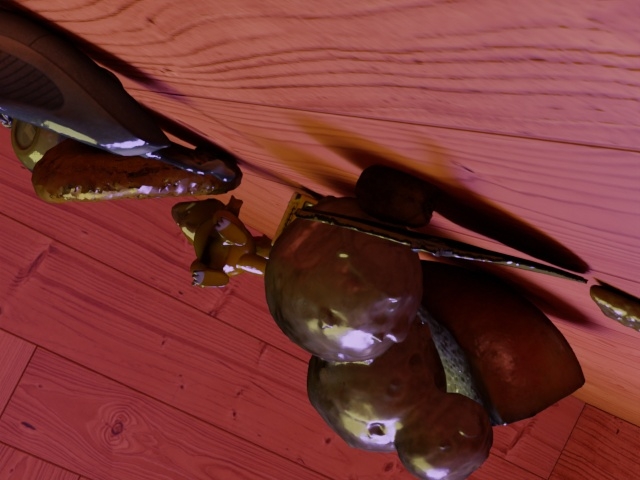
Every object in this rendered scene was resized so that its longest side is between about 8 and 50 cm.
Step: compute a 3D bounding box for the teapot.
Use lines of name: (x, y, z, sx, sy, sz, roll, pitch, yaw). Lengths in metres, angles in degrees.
teapot: (-0.382, -0.165, 1.997, 0.119, 0.130, 0.165, 9, -136, -44)

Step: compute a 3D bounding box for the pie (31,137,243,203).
pie: (-0.217, -0.086, 1.659, 0.274, 0.069, 0.273, 2, -166, 0)

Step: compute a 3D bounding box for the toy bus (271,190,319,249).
toy bus: (0.000, 0.000, 1.654, 0.074, 0.081, 0.226, 25, 177, 14)

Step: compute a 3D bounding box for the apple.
apple: (0.160, 0.125, 1.509, 0.254, 0.179, 0.346, 20, 168, -8)

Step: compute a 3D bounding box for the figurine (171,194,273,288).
figurine: (-0.109, -0.002, 1.665, 0.122, 0.121, 0.176, 16, -165, -27)

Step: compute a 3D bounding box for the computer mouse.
computer mouse: (-0.239, -0.143, 1.265, 0.379, 0.090, 0.167, 21, -175, -23)

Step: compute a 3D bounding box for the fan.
fan: (0.085, 0.004, 1.013, 0.230, 0.011, 0.335, 14, -178, 9)

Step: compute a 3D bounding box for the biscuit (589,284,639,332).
biscuit: (0.253, 0.062, 1.083, 0.083, 0.018, 0.081, 26, 178, 21)

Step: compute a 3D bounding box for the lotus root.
lotus root: (0.050, -0.033, 1.024, 0.030, 0.037, 0.083, 30, 175, -35)

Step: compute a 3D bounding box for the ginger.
ginger: (0.053, 0.101, 1.350, 0.304, 0.155, 0.245, 60, 161, -20)

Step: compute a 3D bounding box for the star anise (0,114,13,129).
star anise: (-0.516, -0.235, 2.153, 0.230, 0.081, 0.262, 27, 166, 0)
